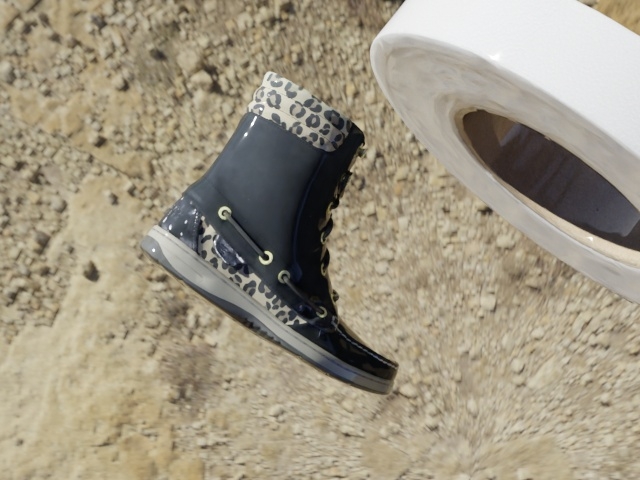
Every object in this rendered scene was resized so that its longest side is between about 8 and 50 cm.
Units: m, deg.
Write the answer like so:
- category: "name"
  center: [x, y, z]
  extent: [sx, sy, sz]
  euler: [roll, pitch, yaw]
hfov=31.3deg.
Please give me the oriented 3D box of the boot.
- category: "boot"
  center: [0.000, 0.000, 0.893]
  extent: [0.236, 0.085, 0.179]
  euler: [34, 82, -19]

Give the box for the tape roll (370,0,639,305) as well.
- category: "tape roll"
  center: [0.211, -0.064, 0.925]
  extent: [0.392, 0.392, 0.072]
  euler: [36, 84, 13]
